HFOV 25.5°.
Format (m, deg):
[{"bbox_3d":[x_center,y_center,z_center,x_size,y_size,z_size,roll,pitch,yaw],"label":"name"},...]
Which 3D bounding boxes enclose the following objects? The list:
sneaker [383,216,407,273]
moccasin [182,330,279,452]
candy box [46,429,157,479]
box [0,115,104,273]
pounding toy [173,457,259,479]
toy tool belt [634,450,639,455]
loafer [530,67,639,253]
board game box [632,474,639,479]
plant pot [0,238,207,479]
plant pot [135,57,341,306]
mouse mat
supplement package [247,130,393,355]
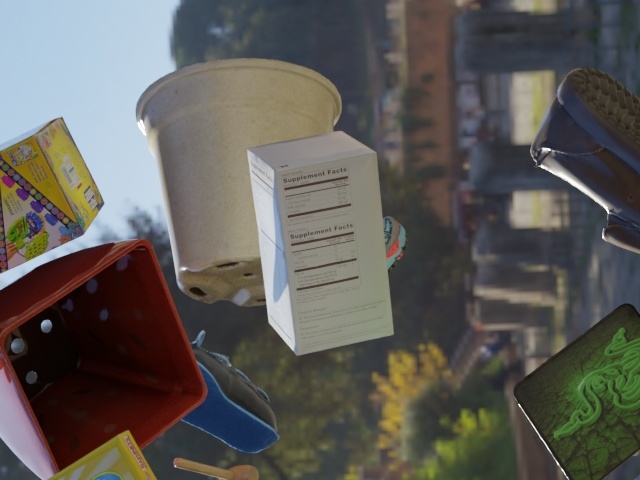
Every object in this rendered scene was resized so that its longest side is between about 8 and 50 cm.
[{"bbox_3d":[0.055,0.033,2.458,0.104,0.125,0.262,-32,18,52],"label":"sneaker"},{"bbox_3d":[-0.206,0.251,2.458,0.342,0.137,0.117,48,-157,-37],"label":"moccasin"},{"bbox_3d":[-0.245,0.282,1.412,0.105,0.206,0.027,60,-159,8],"label":"candy box"},{"bbox_3d":[-0.529,-0.055,2.314,0.290,0.279,0.177,-97,-17,-79],"label":"box"},{"bbox_3d":[-0.222,0.409,2.067,0.269,0.154,0.155,-32,-88,-46],"label":"pounding toy"},{"bbox_3d":[0.418,0.265,1.943,0.051,0.052,0.083,38,-179,-35],"label":"toy tool belt"},{"bbox_3d":[0.389,-0.042,1.619,0.130,0.366,0.134,-45,3,38],"label":"loafer"},{"bbox_3d":[0.449,0.439,2.236,0.035,0.136,0.201,49,-153,17],"label":"board game box"},{"bbox_3d":[-0.365,0.162,1.990,0.267,0.235,0.267,-37,-60,-36],"label":"plant pot"},{"bbox_3d":[-0.120,-0.073,2.227,0.334,0.333,0.306,73,-169,-67],"label":"plant pot"},{"bbox_3d":[0.335,0.183,1.662,0.153,0.189,0.007,56,164,-2],"label":"mouse mat"},{"bbox_3d":[0.000,0.000,1.798,0.139,0.133,0.244,-138,39,-65],"label":"supplement package"}]
